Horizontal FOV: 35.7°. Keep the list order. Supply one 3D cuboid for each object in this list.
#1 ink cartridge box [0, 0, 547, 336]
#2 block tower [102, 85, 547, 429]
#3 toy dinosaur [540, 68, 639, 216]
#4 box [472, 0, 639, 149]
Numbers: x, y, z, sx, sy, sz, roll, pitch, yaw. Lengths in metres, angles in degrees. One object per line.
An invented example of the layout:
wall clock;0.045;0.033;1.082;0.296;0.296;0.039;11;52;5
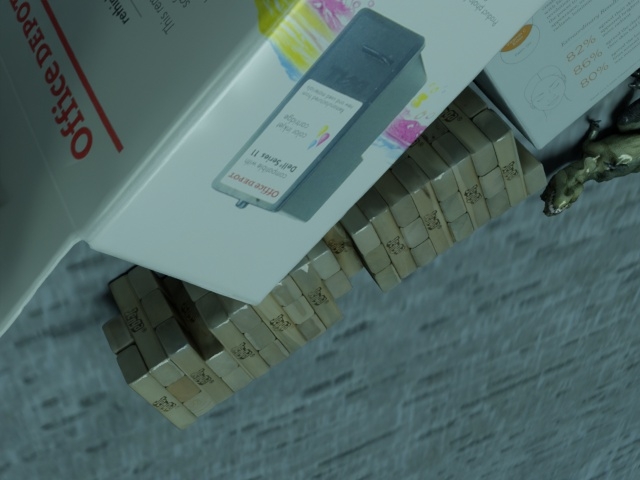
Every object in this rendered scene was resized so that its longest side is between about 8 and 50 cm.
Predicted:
ink cartridge box;-0.041;-0.118;0.483;0.353;0.207;0.119;-46;141;17
block tower;0.000;0.000;0.744;0.336;0.091;0.097;-33;144;-2
toy dinosaur;0.305;-0.101;0.890;0.268;0.064;0.118;-19;149;-23
box;0.146;-0.165;0.668;0.130;0.091;0.170;-40;143;8
